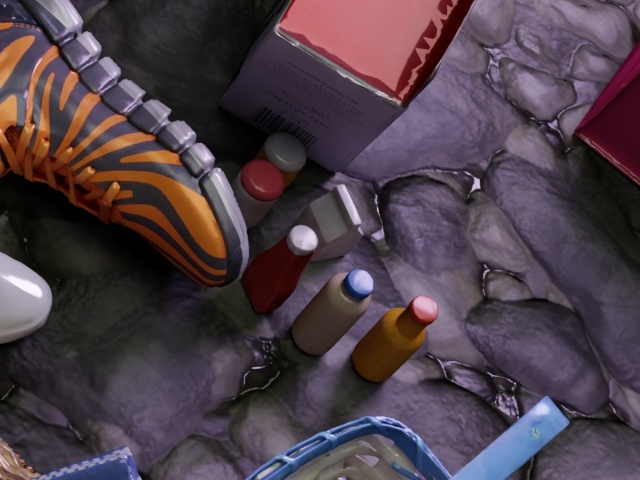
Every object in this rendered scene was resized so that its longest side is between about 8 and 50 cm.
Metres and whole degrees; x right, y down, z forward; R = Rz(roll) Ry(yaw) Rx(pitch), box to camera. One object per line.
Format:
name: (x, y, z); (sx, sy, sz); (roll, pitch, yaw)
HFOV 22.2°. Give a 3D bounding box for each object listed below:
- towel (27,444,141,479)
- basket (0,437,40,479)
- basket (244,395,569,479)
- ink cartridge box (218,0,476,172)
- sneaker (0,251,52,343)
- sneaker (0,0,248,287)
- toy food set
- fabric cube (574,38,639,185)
towel: (-0.171, 0.311, 0.952); (0.243, 0.040, 0.336); (-19, 98, -9)
basket: (-0.315, 0.189, 1.068); (0.299, 0.223, 0.213); (43, 84, 3)
basket: (0.023, 0.229, 1.092); (0.255, 0.289, 0.201); (-30, 80, -40)
ink cartridge box: (0.065, -0.246, 1.370); (0.130, 0.272, 0.309); (30, 71, -8)
sneaker: (-0.292, 0.009, 1.192); (0.212, 0.094, 0.080); (21, 52, -15)
sneaker: (-0.212, -0.056, 1.274); (0.180, 0.124, 0.321); (-36, 74, -32)
toy food set: (0.000, 0.000, 1.343); (0.111, 0.104, 0.232); (-10, 66, -32)
fabric cube: (0.455, -0.160, 1.589); (0.254, 0.259, 0.258); (40, 53, -1)
